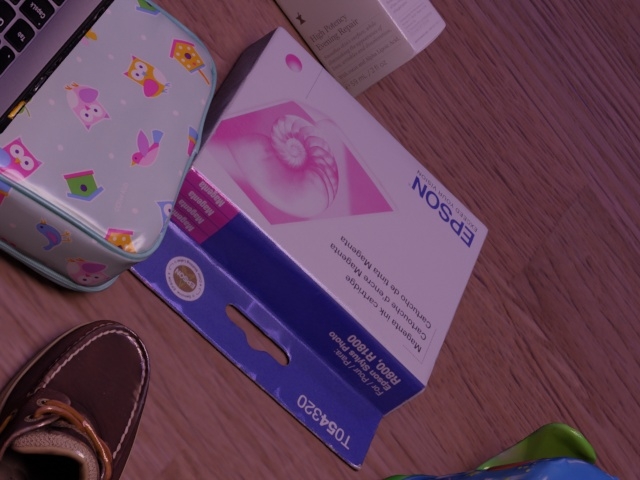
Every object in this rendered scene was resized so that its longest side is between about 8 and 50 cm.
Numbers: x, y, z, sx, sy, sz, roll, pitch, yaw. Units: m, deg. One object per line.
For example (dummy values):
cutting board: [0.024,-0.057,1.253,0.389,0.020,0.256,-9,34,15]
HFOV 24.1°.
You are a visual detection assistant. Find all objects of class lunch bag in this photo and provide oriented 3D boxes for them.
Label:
lunch bag: [-0.220,-0.112,1.298,0.224,0.108,0.279,31,48,-21]

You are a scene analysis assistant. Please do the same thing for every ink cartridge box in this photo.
ink cartridge box: [0.000,0.000,1.473,0.324,0.071,0.330,43,44,-18]

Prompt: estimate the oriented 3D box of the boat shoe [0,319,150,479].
boat shoe: [-0.204,0.182,1.139,0.123,0.123,0.342,46,44,-14]

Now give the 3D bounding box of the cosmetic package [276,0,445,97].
cosmetic package: [0.016,-0.281,1.605,0.231,0.117,0.085,51,42,-8]

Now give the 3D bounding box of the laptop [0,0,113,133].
laptop: [-0.361,-0.260,1.057,0.382,0.408,0.236,45,7,22]

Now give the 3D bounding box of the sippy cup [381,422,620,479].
sippy cup: [0.168,0.301,1.349,0.240,0.224,0.305,16,58,-36]
